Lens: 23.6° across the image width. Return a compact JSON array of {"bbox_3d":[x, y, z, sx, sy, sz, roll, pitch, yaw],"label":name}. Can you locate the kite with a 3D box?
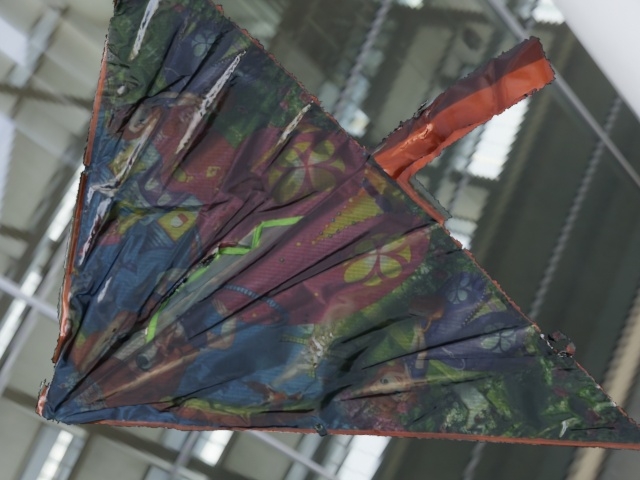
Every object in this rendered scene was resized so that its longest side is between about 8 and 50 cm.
[{"bbox_3d":[0.000,0.000,0.448,0.189,0.009,0.232,-38,-107,-14],"label":"kite"}]
